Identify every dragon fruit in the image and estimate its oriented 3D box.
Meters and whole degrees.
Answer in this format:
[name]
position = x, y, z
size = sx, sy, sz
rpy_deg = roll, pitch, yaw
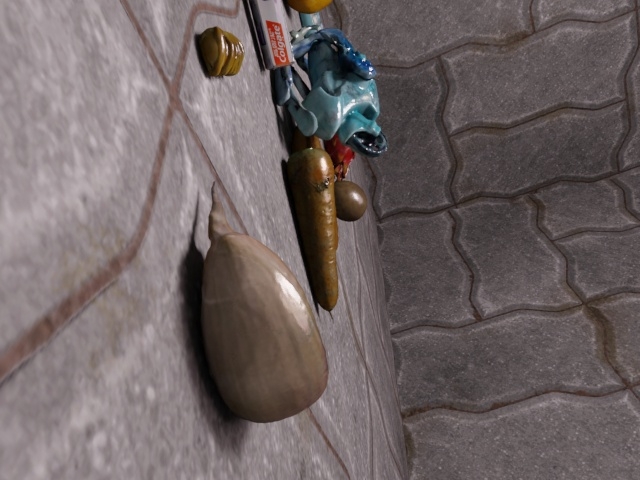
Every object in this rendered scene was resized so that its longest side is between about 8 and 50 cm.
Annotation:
[dragon fruit]
position = 0.051, -0.225, 1.482
size = 0.094, 0.094, 0.190
rpy_deg = -22, 122, -81

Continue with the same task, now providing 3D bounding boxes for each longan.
[longan]
position = 0.062, -0.099, 1.315
size = 0.113, 0.092, 0.113
rpy_deg = 47, 20, -23

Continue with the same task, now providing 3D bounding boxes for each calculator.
[calculator]
position = -0.007, -0.584, 1.602
size = 0.256, 0.055, 0.386
rpy_deg = -82, 158, -64

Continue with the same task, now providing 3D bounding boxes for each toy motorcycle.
[toy motorcycle]
position = 0.017, -0.260, 0.955
size = 0.154, 0.206, 0.260
rpy_deg = -48, -143, 42

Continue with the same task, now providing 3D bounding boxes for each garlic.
[garlic]
position = -0.055, 0.058, 0.445
size = 0.128, 0.091, 0.198
rpy_deg = -121, -171, -69

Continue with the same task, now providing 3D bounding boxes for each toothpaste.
[toothpaste]
position = -0.084, -0.357, 0.810
size = 0.047, 0.040, 0.196
rpy_deg = -144, -142, -66

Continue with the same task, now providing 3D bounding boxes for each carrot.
[carrot]
position = 0.000, 0.000, 0.882
size = 0.078, 0.078, 0.297
rpy_deg = -63, 145, -76

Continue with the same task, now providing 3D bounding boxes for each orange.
[orange]
position = -0.026, -0.594, 1.227
size = 0.155, 0.134, 0.154
rpy_deg = -9, 90, -74

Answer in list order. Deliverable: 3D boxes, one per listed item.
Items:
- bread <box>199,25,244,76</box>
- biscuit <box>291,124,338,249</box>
[bread]
position = -0.101, -0.198, 0.575
size = 0.088, 0.034, 0.049
rpy_deg = -67, 151, -76
[biscuit]
position = -0.009, -0.102, 1.034
size = 0.262, 0.037, 0.261
rpy_deg = -10, 90, -81
